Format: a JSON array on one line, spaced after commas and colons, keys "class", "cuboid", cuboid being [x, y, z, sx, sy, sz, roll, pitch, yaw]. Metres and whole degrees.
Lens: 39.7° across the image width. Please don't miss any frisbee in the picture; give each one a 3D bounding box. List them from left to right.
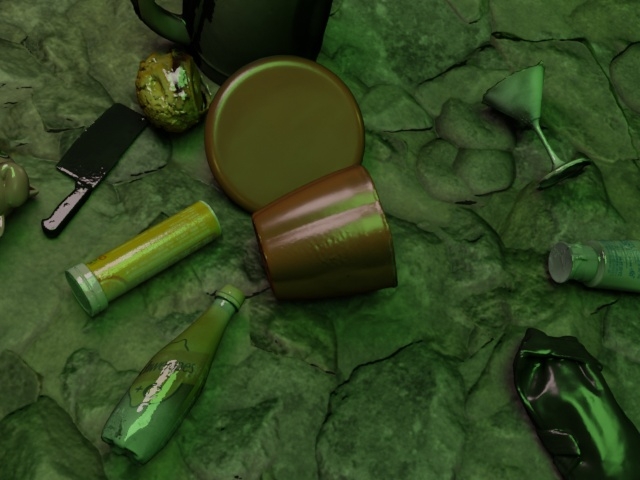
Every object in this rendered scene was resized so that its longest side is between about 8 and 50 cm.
[{"class": "frisbee", "cuboid": [-0.049, -0.153, 1.330, 0.251, 0.021, 0.250, -1, 95, -17]}]

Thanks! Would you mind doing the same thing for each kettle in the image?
[{"class": "kettle", "cuboid": [-0.122, -0.392, 1.309, 0.321, 0.324, 0.228, -7, 68, -16]}]

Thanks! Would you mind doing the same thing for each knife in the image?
[{"class": "knife", "cuboid": [-0.346, -0.109, 1.307, 0.072, 0.019, 0.245, 28, 61, 5]}]

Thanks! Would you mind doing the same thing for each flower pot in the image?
[{"class": "flower pot", "cuboid": [0.000, 0.000, 1.256, 0.173, 0.190, 0.190, -16, 70, -4]}]

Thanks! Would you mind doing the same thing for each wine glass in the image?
[{"class": "wine glass", "cuboid": [0.354, -0.181, 1.441, 0.122, 0.122, 0.182, -20, 74, -20]}]

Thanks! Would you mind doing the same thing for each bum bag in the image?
[{"class": "bum bag", "cuboid": [0.382, 0.268, 1.269, 0.142, 0.079, 0.326, -23, 76, -13]}]

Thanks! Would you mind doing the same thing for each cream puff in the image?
[{"class": "cream puff", "cuboid": [-0.224, -0.220, 1.329, 0.104, 0.119, 0.133, -8, 55, 7]}]

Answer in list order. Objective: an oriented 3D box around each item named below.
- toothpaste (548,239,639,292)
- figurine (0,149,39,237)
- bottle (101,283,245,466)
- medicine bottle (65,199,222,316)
[{"class": "toothpaste", "cuboid": [0.507, 0.041, 1.406, 0.299, 0.073, 0.113, 4, 65, -19]}, {"class": "figurine", "cuboid": [-0.463, -0.077, 1.206, 0.138, 0.125, 0.125, 36, 63, -10]}, {"class": "bottle", "cuboid": [-0.186, 0.169, 1.180, 0.083, 0.083, 0.269, 31, 62, 2]}, {"class": "medicine bottle", "cuboid": [-0.243, 0.020, 1.241, 0.218, 0.074, 0.074, -33, 77, -25]}]
